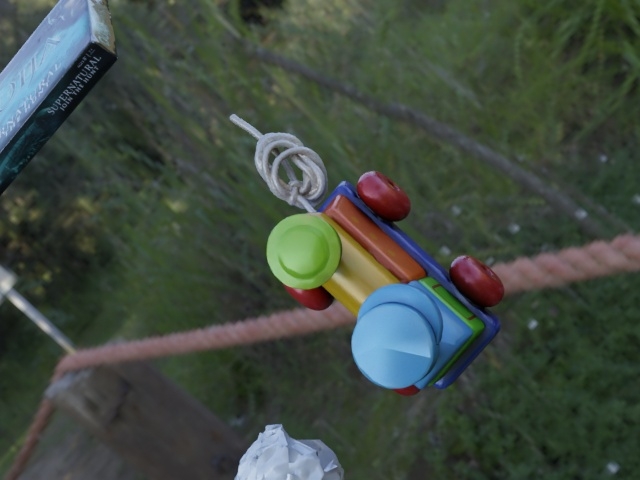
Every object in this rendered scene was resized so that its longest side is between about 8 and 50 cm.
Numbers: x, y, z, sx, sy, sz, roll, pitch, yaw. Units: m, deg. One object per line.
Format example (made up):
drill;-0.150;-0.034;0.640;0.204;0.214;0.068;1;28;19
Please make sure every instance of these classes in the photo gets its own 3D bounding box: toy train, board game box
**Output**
toy train;0.000;0.000;0.879;0.105;0.248;0.143;-50;-11;13
board game box;-0.226;-0.107;1.025;0.186;0.026;0.126;-46;32;17

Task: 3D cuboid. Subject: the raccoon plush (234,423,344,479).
raccoon plush;-0.175;0.330;0.854;0.299;0.216;0.446;-1;-77;-49
